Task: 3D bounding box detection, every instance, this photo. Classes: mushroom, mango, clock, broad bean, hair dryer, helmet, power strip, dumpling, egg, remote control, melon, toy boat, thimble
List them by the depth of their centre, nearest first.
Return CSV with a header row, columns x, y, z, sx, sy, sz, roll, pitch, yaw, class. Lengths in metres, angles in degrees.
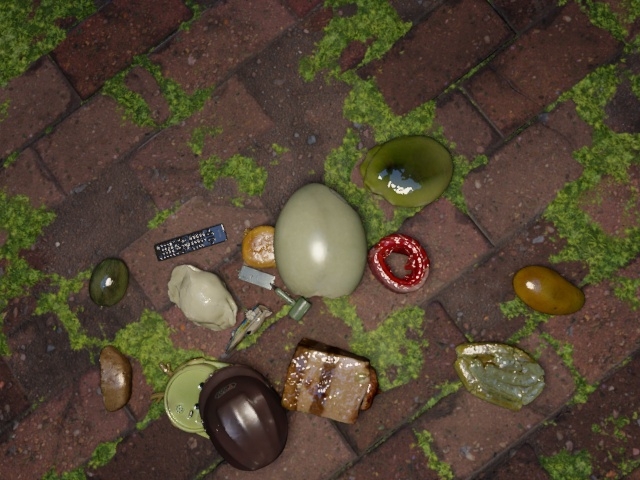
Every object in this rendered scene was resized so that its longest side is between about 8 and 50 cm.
x,y,z,sx,sy,sz,roll,pitch,yaw,class
-0.212,0.513,1.309,0.225,0.177,0.305,-36,105,-10,helmet
0.000,0.000,1.373,0.278,0.278,0.336,0,87,4,egg
0.692,0.156,1.406,0.227,0.099,0.136,22,80,-3,mango
0.244,0.072,1.427,0.163,0.125,0.189,-44,83,-4,thimble
-0.383,0.484,1.447,0.307,0.096,0.235,15,87,6,clock
0.271,-0.216,1.455,0.290,0.119,0.238,-10,75,0,broad bean
-0.375,0.195,1.459,0.258,0.147,0.193,37,119,1,dumpling
-0.238,0.282,1.470,0.066,0.084,0.210,41,98,11,toy boat
-0.106,0.184,1.476,0.150,0.047,0.071,39,89,4,hair dryer
-0.650,0.441,1.481,0.094,0.072,0.210,-3,84,-5,mushroom
-0.680,0.139,1.489,0.114,0.114,0.168,15,83,5,melon
-0.211,0.117,1.506,0.136,0.019,0.051,18,88,5,power strip
-0.427,0.008,1.528,0.245,0.025,0.063,-16,85,2,remote control

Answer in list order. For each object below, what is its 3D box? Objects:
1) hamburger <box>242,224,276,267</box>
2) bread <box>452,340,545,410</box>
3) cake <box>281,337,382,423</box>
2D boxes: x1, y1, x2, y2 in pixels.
x,y,z,sx,sy,sz,roll,pitch,yaw,class
-0.178,0.020,1.482,0.147,0.083,0.138,2,81,1,hamburger
0.518,0.393,1.380,0.256,0.124,0.186,14,86,7,bread
0.045,0.424,1.376,0.292,0.199,0.196,16,84,4,cake
